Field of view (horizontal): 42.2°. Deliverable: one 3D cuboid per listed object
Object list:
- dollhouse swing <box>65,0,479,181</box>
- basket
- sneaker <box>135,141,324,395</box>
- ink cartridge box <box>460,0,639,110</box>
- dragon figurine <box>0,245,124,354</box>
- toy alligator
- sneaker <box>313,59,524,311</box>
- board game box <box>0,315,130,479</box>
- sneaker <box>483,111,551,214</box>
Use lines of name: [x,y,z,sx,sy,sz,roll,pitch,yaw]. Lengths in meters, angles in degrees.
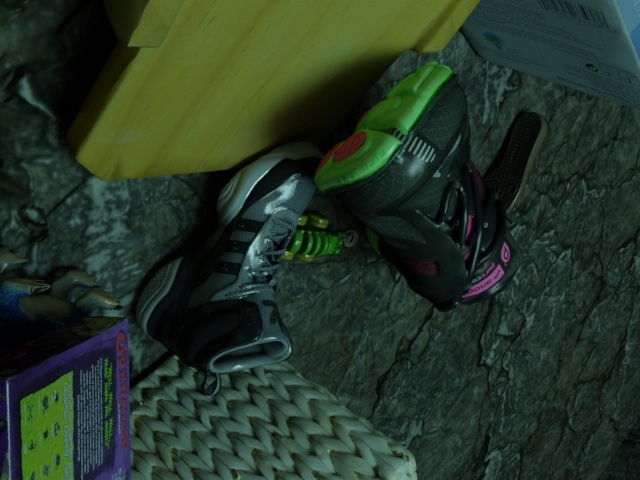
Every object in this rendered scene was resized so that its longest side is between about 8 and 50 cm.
dollhouse swing: [-0.075,-0.257,0.738,0.347,0.305,0.315,-12,82,-42]
basket: [-0.070,0.321,0.923,0.266,0.331,0.328,-41,139,-24]
sneaker: [-0.060,0.034,0.848,0.268,0.153,0.101,-48,148,6]
ink cartridge box: [0.240,-0.315,0.868,0.395,0.270,0.151,32,89,-52]
dragon figurine: [-0.275,0.090,0.736,0.289,0.085,0.144,23,97,-53]
toy alligator: [0.000,0.000,1.000,0.190,0.051,0.056,6,111,-49]
sneaker: [0.137,-0.037,0.904,0.185,0.202,0.483,-47,161,2]
board game box: [-0.202,0.247,0.641,0.208,0.056,0.347,-22,113,-76]
sneaker: [0.296,-0.097,1.245,0.071,0.066,0.188,20,100,-52]
